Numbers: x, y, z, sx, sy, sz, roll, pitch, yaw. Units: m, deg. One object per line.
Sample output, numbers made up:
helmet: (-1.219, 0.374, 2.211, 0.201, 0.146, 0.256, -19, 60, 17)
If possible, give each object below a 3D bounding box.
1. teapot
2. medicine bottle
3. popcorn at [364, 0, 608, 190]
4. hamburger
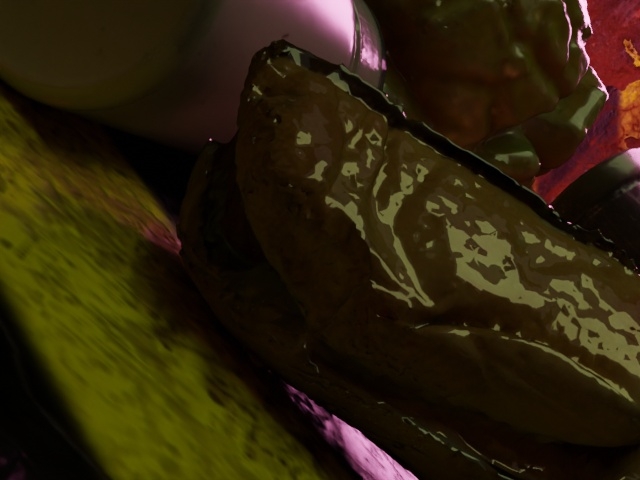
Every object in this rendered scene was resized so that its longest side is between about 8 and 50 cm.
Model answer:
teapot: (0.419, 0.090, 1.637, 0.337, 0.200, 0.270, 51, -20, 27)
medicine bottle: (-0.060, -0.116, 0.717, 0.143, 0.143, 0.258, 48, 13, 19)
popcorn: (0.063, -0.146, 1.036, 0.282, 0.247, 0.282, 49, -2, 2)
hamburger: (0.050, 0.044, 0.588, 0.262, 0.124, 0.131, 32, 40, -5)
